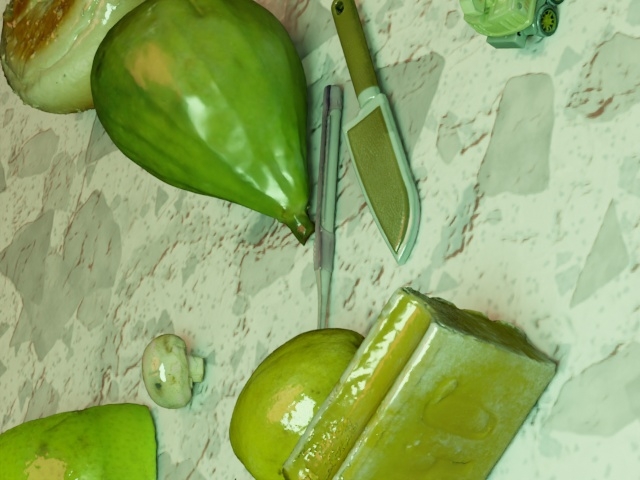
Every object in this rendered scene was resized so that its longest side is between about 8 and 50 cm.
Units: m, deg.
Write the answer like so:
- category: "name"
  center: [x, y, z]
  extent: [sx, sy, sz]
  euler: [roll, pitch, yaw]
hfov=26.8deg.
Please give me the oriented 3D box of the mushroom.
- category: "mushroom"
  center: [-0.163, 0.145, 1.485]
  extent: [0.083, 0.067, 0.084]
  euler: [178, 90, -81]

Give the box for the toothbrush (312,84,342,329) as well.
- category: "toothbrush"
  center: [0.000, 0.000, 1.391]
  extent: [0.029, 0.024, 0.354]
  euler: [-17, 60, 43]

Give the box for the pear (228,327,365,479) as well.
- category: "pear"
  center: [-0.002, 0.160, 1.219]
  extent: [0.162, 0.149, 0.149]
  euler: [-51, 41, 15]

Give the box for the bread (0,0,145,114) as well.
- category: "bread"
  center: [-0.305, -0.308, 1.799]
  extent: [0.305, 0.158, 0.306]
  euler: [-20, 60, 41]

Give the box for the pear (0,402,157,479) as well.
- category: "pear"
  center: [-0.308, 0.336, 1.524]
  extent: [0.288, 0.139, 0.239]
  euler: [-35, 59, 34]

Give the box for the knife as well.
- category: "knife"
  center: [0.051, -0.120, 1.385]
  extent: [0.061, 0.027, 0.343]
  euler: [-37, 50, 29]

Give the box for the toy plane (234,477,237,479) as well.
- category: "toy plane"
  center: [-0.084, 0.320, 1.319]
  extent: [0.188, 0.062, 0.135]
  euler: [-64, 36, 28]

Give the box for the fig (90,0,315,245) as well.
- category: "fig"
  center: [-0.098, -0.152, 1.486]
  extent: [0.314, 0.233, 0.233]
  euler: [28, 96, 9]

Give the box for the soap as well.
- category: "soap"
  center: [0.067, 0.175, 1.117]
  extent: [0.257, 0.160, 0.080]
  euler: [-59, 40, 13]

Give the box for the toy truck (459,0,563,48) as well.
- category: "toy truck"
  center: [0.179, -0.266, 1.242]
  extent: [0.077, 0.100, 0.169]
  euler: [11, 82, 50]
